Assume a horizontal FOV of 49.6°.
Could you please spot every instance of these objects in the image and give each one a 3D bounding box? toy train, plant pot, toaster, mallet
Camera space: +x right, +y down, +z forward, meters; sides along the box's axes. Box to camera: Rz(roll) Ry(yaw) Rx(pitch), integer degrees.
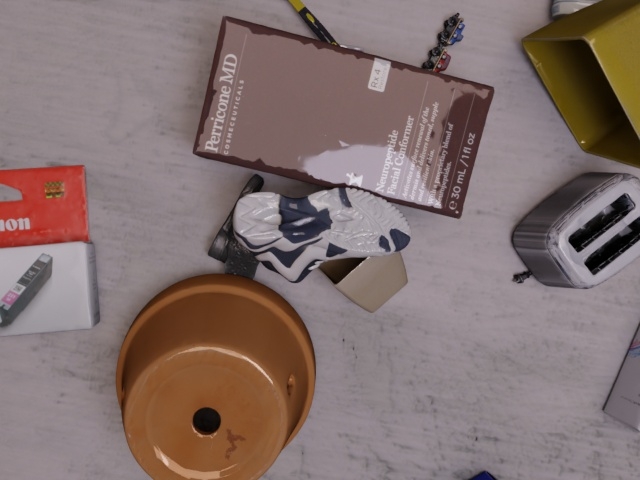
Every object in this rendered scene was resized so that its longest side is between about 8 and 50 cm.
[{"bbox_3d":[0.181,-0.277,1.066,0.036,0.027,0.158,28,89,-9],"label":"toy train"},{"bbox_3d":[0.064,0.041,1.020,0.109,0.109,0.096,-40,121,-4],"label":"plant pot"},{"bbox_3d":[0.447,-0.249,0.974,0.187,0.212,0.212,-35,106,3],"label":"plant pot"},{"bbox_3d":[-0.145,0.205,0.938,0.291,0.203,0.290,0,98,-3],"label":"plant pot"},{"bbox_3d":[0.394,-0.011,1.034,0.227,0.146,0.129,-36,94,-4],"label":"toaster"},{"bbox_3d":[-0.040,-0.343,1.030,0.062,0.039,0.189,-34,90,-4],"label":"mallet"}]

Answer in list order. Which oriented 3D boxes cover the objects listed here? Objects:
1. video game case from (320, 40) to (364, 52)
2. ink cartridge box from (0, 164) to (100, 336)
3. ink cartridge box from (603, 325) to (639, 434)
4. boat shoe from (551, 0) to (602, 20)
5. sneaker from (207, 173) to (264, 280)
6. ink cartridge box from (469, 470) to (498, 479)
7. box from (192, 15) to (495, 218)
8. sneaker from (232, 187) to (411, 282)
[{"bbox_3d":[-0.019,-0.232,1.051,0.157,0.019,0.143,7,90,-5],"label":"video game case"},{"bbox_3d":[-0.468,0.018,0.991,0.275,0.060,0.238,-5,93,-6],"label":"ink cartridge box"},{"bbox_3d":[0.601,0.195,1.074,0.201,0.117,0.278,24,88,-6],"label":"ink cartridge box"},{"bbox_3d":[0.473,-0.373,1.068,0.228,0.079,0.081,4,95,-3],"label":"boat shoe"},{"bbox_3d":[-0.104,-0.007,1.033,0.089,0.051,0.170,30,93,-6],"label":"sneaker"},{"bbox_3d":[0.210,0.537,1.025,0.395,0.151,0.270,-25,93,-3],"label":"ink cartridge box"},{"bbox_3d":[0.029,-0.169,0.977,0.381,0.143,0.191,12,97,-5],"label":"box"},{"bbox_3d":[0.000,0.000,0.962,0.235,0.153,0.094,-3,70,-4],"label":"sneaker"}]
